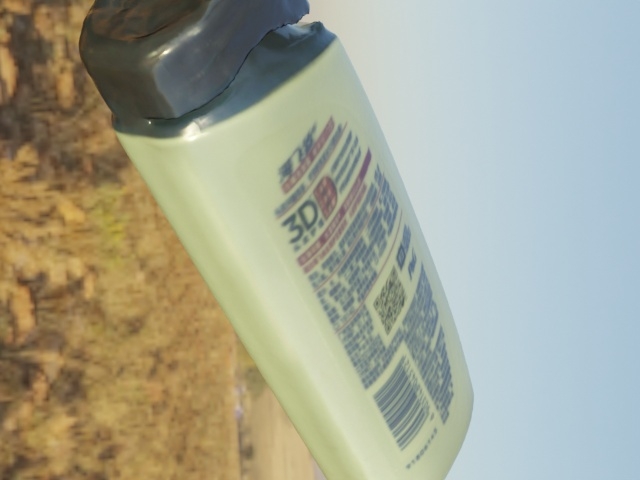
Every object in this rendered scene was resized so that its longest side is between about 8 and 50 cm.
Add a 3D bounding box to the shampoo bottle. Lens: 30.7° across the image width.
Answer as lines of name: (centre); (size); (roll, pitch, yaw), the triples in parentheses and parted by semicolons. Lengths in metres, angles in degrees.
shampoo bottle: (0.000, 0.000, 0.616); (0.134, 0.078, 0.359); (-55, 139, -28)
